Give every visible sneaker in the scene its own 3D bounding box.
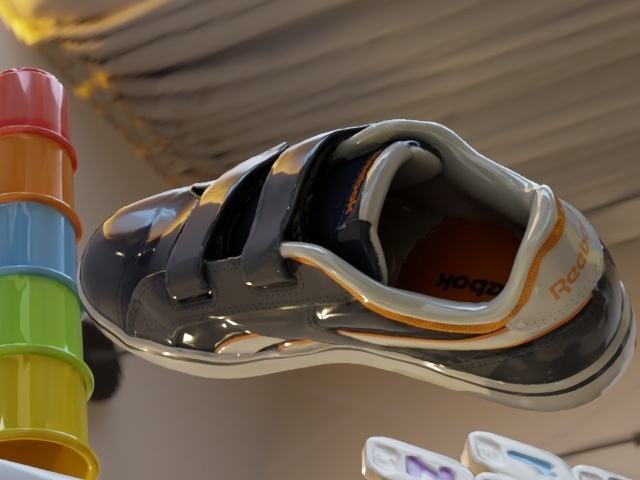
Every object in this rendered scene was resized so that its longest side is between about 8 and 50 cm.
[{"bbox_3d":[0.000,0.000,0.930,0.127,0.321,0.126,62,-139,-48],"label":"sneaker"}]

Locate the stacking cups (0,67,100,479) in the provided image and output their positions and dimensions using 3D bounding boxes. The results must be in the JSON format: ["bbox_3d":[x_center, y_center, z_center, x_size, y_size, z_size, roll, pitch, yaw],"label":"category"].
[{"bbox_3d":[-0.194,0.015,1.166,0.096,0.096,0.316,35,-142,-43],"label":"stacking cups"}]

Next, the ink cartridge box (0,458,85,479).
[{"bbox_3d":[-0.067,0.154,0.380,0.127,0.128,0.176,-83,7,-68],"label":"ink cartridge box"}]

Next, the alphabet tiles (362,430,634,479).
[{"bbox_3d":[0.153,0.194,1.000,0.278,0.021,0.284,18,-161,-6],"label":"alphabet tiles"}]
